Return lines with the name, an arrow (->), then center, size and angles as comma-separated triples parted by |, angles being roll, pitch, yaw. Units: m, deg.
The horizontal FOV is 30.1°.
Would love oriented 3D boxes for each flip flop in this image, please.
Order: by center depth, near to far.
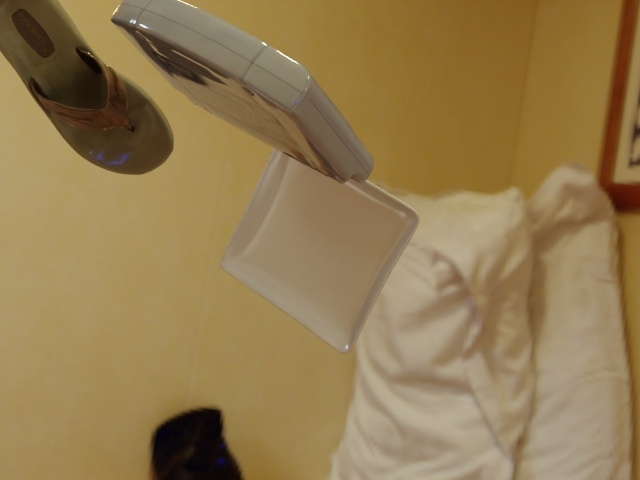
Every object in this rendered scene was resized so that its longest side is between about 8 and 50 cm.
flip flop -> -0.277, -0.179, 1.371 | 0.277, 0.112, 0.080 | 53, -3, -27

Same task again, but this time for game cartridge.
game cartridge -> -0.088, -0.170, 1.268 | 0.294, 0.060, 0.196 | 30, -6, 35

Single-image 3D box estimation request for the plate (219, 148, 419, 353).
plate -> 0.000, 0.000, 1.945 | 0.277, 0.278, 0.045 | 34, 22, 18
